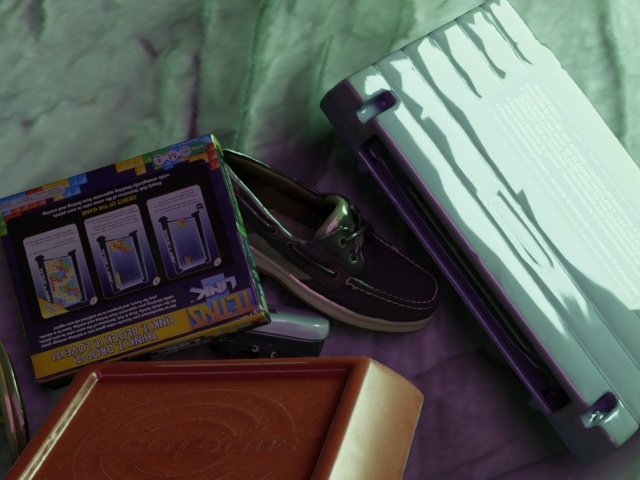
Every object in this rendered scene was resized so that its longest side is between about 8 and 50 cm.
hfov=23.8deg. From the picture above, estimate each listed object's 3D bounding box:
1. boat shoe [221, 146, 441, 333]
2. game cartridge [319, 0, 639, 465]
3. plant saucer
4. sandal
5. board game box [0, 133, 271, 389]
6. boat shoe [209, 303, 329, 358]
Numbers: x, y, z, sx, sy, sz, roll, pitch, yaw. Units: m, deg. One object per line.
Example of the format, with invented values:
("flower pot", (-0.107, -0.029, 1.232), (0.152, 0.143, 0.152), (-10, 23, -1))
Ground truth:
("boat shoe", (0.000, -0.001, 1.171), (0.223, 0.073, 0.080), (26, 41, -9))
("game cartridge", (0.180, -0.019, 1.245), (0.230, 0.068, 0.355), (-32, 84, -44))
("plant saucer", (-0.081, 0.140, 0.944), (0.258, 0.259, 0.048), (-2, 112, 13))
("sandal", (-0.244, 0.080, 1.061), (0.049, 0.072, 0.180), (-23, 78, -11))
("board game box", (-0.136, 0.016, 1.098), (0.170, 0.048, 0.141), (-17, 78, 1))
("boat shoe", (-0.064, 0.068, 1.147), (0.142, 0.049, 0.040), (11, 105, -13))
